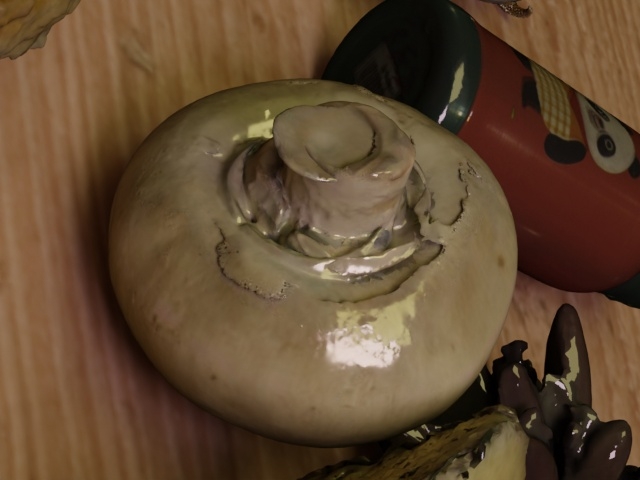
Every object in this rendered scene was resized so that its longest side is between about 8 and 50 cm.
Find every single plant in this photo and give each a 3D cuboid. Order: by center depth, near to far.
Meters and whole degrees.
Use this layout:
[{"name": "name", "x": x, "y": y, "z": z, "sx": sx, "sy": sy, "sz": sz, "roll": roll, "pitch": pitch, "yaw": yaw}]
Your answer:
[{"name": "plant", "x": 0.147, "y": 0.203, "z": 1.117, "sx": 0.194, "sy": 0.181, "sz": 0.321, "roll": -30, "pitch": 100, "yaw": -46}]

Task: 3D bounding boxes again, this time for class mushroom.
[{"name": "mushroom", "x": 0.000, "y": 0.000, "z": 1.006, "sx": 0.246, "sy": 0.202, "sz": 0.246, "roll": 6, "pitch": 56, "yaw": -9}]

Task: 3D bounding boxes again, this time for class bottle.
[{"name": "bottle", "x": 0.156, "y": -0.048, "z": 1.252, "sx": 0.336, "sy": 0.144, "sz": 0.144, "roll": 26, "pitch": 57, "yaw": -38}]

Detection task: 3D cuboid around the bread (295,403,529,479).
[{"name": "bread", "x": 0.037, "y": 0.280, "z": 0.920, "sx": 0.315, "sy": 0.279, "sz": 0.248, "roll": 54, "pitch": 34, "yaw": 2}]

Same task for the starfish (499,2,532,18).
[{"name": "starfish", "x": 0.147, "y": -0.225, "z": 1.387, "sx": 0.078, "sy": 0.028, "sz": 0.091, "roll": 40, "pitch": 48, "yaw": -34}]

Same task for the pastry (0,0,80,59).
[{"name": "pastry", "x": -0.228, "y": -0.232, "z": 0.903, "sx": 0.329, "sy": 0.136, "sz": 0.330, "roll": 19, "pitch": 61, "yaw": -39}]

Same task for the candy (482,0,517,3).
[{"name": "candy", "x": 0.111, "y": -0.322, "z": 1.280, "sx": 0.295, "sy": 0.185, "sz": 0.296, "roll": 9, "pitch": 77, "yaw": -44}]
